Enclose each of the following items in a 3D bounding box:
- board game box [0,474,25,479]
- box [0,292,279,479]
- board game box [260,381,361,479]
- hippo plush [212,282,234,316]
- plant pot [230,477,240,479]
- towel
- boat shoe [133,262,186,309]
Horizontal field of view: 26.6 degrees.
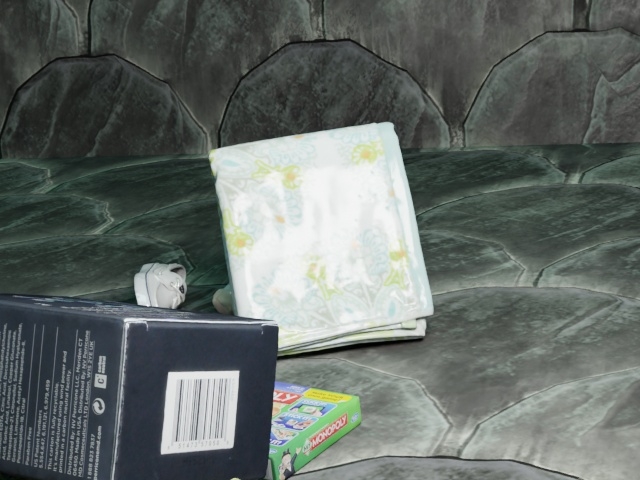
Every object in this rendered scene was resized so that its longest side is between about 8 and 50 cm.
[{"bbox_3d":[-0.478,0.333,1.825,0.212,0.039,0.160,-16,19,-27],"label":"board game box"},{"bbox_3d":[-0.299,0.185,1.734,0.396,0.211,0.294,4,-1,35],"label":"box"},{"bbox_3d":[-0.132,0.259,1.940,0.317,0.046,0.213,6,21,33],"label":"board game box"},{"bbox_3d":[-0.053,0.017,2.367,0.294,0.236,0.234,-4,17,6],"label":"hippo plush"},{"bbox_3d":[-0.132,0.338,1.649,0.079,0.083,0.083,-15,14,17],"label":"plant pot"},{"bbox_3d":[0.000,0.000,2.240,0.321,0.374,0.090,-8,-14,-7],"label":"towel"},{"bbox_3d":[-0.286,0.088,2.459,0.084,0.095,0.258,-10,18,1],"label":"boat shoe"}]
